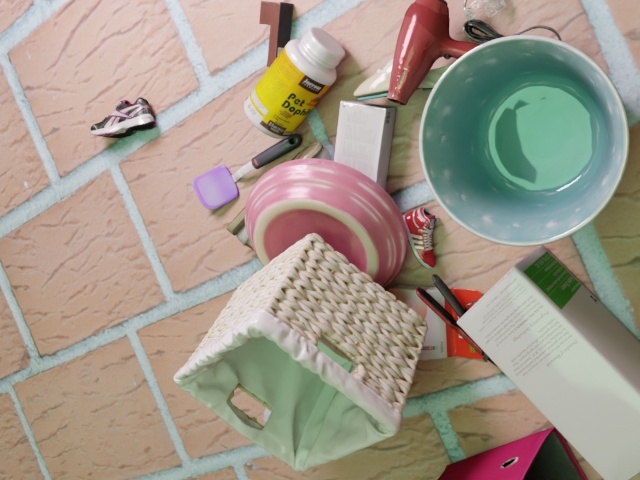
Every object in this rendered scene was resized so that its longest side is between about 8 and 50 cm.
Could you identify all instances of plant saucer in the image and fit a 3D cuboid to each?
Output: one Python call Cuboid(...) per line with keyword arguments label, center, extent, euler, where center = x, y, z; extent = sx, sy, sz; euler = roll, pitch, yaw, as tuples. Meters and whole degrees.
Cuboid(label="plant saucer", center=(0.000, 0.000, 1.475), extent=(0.333, 0.084, 0.332), euler=(12, 131, 14))

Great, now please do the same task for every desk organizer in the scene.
Cuboid(label="desk organizer", center=(-0.093, -0.415, 1.537), extent=(0.050, 0.047, 0.130), euler=(16, 109, 29))

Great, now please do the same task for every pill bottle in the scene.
Cuboid(label="pill bottle", center=(-0.049, -0.310, 1.492), extent=(0.117, 0.117, 0.215), euler=(50, 121, 12))

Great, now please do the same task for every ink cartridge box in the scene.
Cuboid(label="ink cartridge box", center=(0.224, 0.165, 1.484), extent=(0.179, 0.045, 0.145), euler=(3, 103, 33))

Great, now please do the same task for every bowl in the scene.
Cuboid(label="bowl", center=(0.328, -0.157, 1.185), extent=(0.312, 0.163, 0.311), euler=(7, 104, 29))

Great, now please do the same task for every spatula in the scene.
Cuboid(label="spatula", center=(-0.156, -0.155, 1.643), extent=(0.297, 0.030, 0.084), euler=(-26, 88, 32))

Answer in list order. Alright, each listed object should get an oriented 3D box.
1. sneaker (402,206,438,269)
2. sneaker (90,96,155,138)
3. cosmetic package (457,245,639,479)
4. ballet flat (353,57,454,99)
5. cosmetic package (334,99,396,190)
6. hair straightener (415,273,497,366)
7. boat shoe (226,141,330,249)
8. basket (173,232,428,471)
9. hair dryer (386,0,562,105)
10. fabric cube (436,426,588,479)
Cuboid(label="sneaker", center=(0.205, -0.007, 1.456), extent=(0.067, 0.042, 0.118), euler=(-31, 83, 35))
Cuboid(label="sneaker", center=(-0.462, -0.288, 1.783), extent=(0.178, 0.072, 0.077), euler=(-9, 85, 24))
Cuboid(label="cosmetic package", center=(0.431, 0.202, 1.281), extent=(0.365, 0.197, 0.155), euler=(46, 119, 12))
Cuboid(label="ballet flat", center=(0.177, -0.304, 1.383), extent=(0.249, 0.086, 0.086), euler=(0, 101, 22))
Cuboid(label="cosmetic package", center=(0.080, -0.148, 1.486), extent=(0.099, 0.060, 0.238), euler=(15, 109, 23))
Cuboid(label="hair straightener", center=(0.287, 0.148, 1.425), extent=(0.230, 0.047, 0.089), euler=(47, 109, 7))
Cuboid(label="boat shoe", center=(-0.068, -0.085, 1.571), extent=(0.103, 0.113, 0.302), euler=(43, 128, -8))
Cuboid(label="basket", center=(-0.029, 0.211, 1.423), extent=(0.328, 0.266, 0.331), euler=(39, 138, -13))
Cuboid(label="hair dryer", center=(0.232, -0.329, 1.286), extent=(0.294, 0.080, 0.223), euler=(-31, 73, 14))
Cuboid(label="fabric cube", center=(0.346, 0.531, 1.374), extent=(0.258, 0.254, 0.259), euler=(-32, 85, 34))
